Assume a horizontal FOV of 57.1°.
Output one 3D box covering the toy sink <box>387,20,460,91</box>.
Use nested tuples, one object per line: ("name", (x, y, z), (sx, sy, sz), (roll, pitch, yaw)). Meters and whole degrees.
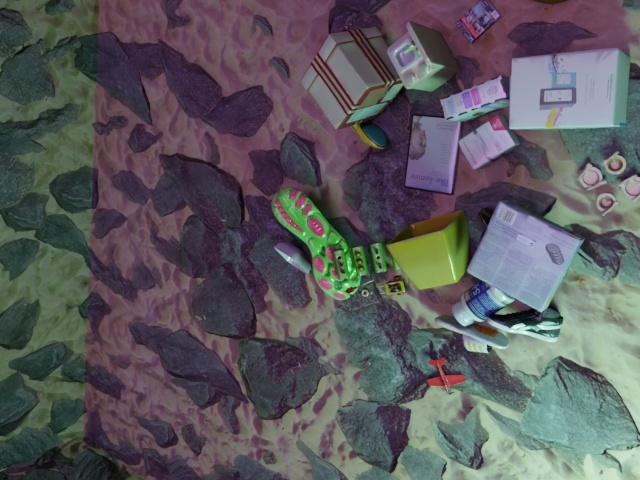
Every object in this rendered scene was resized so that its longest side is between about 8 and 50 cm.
("toy sink", (0.310, -0.567, 1.842), (0.131, 0.234, 0.152), (-32, 80, 34))

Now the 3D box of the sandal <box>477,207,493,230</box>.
("sandal", (0.548, 0.005, 1.864), (0.060, 0.090, 0.219), (-36, 78, 51))

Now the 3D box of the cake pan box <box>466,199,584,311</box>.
("cake pan box", (0.589, 0.040, 1.727), (0.267, 0.070, 0.245), (30, 112, 28))

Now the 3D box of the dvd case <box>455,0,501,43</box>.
("dvd case", (0.490, -0.685, 1.830), (0.119, 0.013, 0.087), (-41, 74, 34))

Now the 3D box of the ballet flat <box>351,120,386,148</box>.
("ballet flat", (0.154, -0.397, 2.091), (0.231, 0.077, 0.077), (55, 145, 18))

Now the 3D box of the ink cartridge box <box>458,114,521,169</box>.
("ink cartridge box", (0.526, -0.304, 1.837), (0.150, 0.063, 0.109), (-33, 79, 35))

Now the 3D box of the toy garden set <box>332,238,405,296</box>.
("toy garden set", (0.182, 0.114, 2.093), (0.244, 0.049, 0.203), (-11, 102, 7))

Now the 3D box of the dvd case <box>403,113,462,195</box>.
("dvd case", (0.375, -0.289, 1.974), (0.180, 0.022, 0.253), (13, 106, 33))

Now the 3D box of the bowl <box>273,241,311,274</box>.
("bowl", (-0.102, 0.061, 2.312), (0.142, 0.142, 0.053), (28, 76, 40))

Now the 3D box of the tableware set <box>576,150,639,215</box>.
("tableware set", (0.828, -0.163, 1.673), (0.141, 0.020, 0.168), (-40, 75, 33))

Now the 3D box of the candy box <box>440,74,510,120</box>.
("candy box", (0.489, -0.424, 1.781), (0.196, 0.165, 0.070), (-16, 88, 36))

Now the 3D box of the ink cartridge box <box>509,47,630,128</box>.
("ink cartridge box", (0.685, -0.408, 1.624), (0.270, 0.198, 0.197), (6, 102, 36))

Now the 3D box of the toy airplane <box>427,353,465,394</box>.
("toy airplane", (0.429, 0.469, 2.059), (0.151, 0.028, 0.151), (8, 103, 36))

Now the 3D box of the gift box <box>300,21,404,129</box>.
("gift box", (0.116, -0.554, 1.982), (0.258, 0.276, 0.255), (56, 137, 10))

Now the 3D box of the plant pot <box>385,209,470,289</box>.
("plant pot", (0.376, 0.040, 1.928), (0.212, 0.212, 0.187), (-17, 100, 36))

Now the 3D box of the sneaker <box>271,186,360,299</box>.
("sneaker", (0.000, 0.000, 2.213), (0.185, 0.202, 0.482), (-30, 96, 7))

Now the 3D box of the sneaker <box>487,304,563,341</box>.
("sneaker", (0.637, 0.228, 1.824), (0.217, 0.079, 0.121), (14, 103, 8))

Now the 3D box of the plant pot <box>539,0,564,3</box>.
("plant pot", (0.614, -0.793, 1.585), (0.254, 0.239, 0.253), (7, 101, 35))

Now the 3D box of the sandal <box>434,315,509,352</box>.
("sandal", (0.498, 0.321, 1.950), (0.265, 0.102, 0.076), (18, 109, 41))

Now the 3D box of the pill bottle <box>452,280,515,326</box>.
("pill bottle", (0.520, 0.196, 1.896), (0.187, 0.112, 0.112), (-43, 73, 32))
